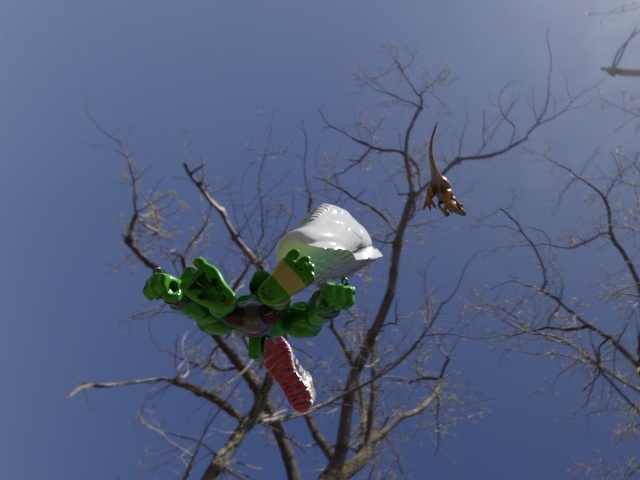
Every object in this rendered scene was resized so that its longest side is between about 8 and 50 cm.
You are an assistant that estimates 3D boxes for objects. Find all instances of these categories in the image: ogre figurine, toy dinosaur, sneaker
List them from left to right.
[{"bbox_3d":[-0.070,0.069,0.530,0.196,0.118,0.097,-14,-118,-9],"label":"ogre figurine"},{"bbox_3d":[-0.059,0.267,1.020,0.063,0.075,0.170,-36,-116,1],"label":"sneaker"},{"bbox_3d":[0.000,0.000,0.653,0.090,0.235,0.095,-29,-102,18],"label":"sneaker"},{"bbox_3d":[0.235,-0.113,1.017,0.064,0.212,0.112,-11,-139,25],"label":"toy dinosaur"}]
